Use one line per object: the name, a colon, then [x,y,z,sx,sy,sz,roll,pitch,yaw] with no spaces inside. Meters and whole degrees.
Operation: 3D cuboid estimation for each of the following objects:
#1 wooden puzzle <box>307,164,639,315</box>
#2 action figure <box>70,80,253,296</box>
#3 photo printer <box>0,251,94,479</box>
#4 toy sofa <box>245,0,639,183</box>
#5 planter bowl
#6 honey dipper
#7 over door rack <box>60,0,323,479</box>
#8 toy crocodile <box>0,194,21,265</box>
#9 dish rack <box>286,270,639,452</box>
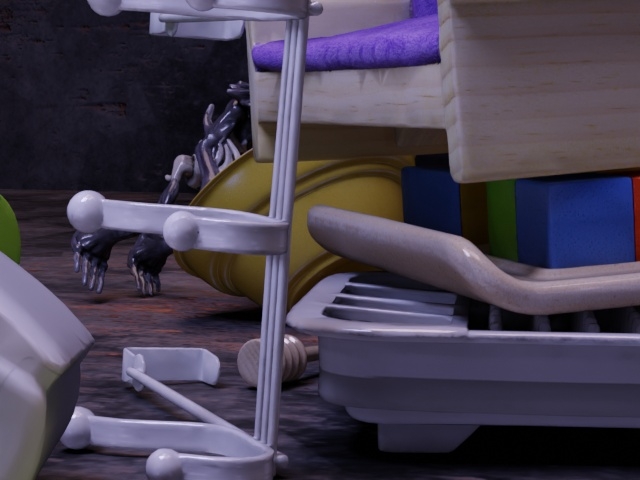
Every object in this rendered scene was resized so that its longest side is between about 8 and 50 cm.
wooden puzzle: [0.194,-0.015,1.020,0.348,0.080,0.322,0,4,-15]
action figure: [-0.074,-0.035,1.501,0.275,0.141,0.164,-32,-30,28]
photo printer: [-0.209,0.012,0.681,0.256,0.107,0.307,35,-4,-3]
toy sofa: [0.073,-0.130,1.028,0.150,0.177,0.362,-6,6,-19]
planter bowl: [0.000,0.000,1.382,0.217,0.090,0.217,-23,-26,-12]
honey dipper: [0.001,0.072,1.132,0.030,0.030,0.160,2,3,29]
over door rack: [-0.081,-0.015,0.928,0.108,0.239,0.324,4,4,-10]
toy crocodile: [-0.242,-0.032,0.892,0.115,0.340,0.105,6,42,23]
dish rack: [0.157,0.063,0.954,0.333,0.072,0.285,0,4,6]
